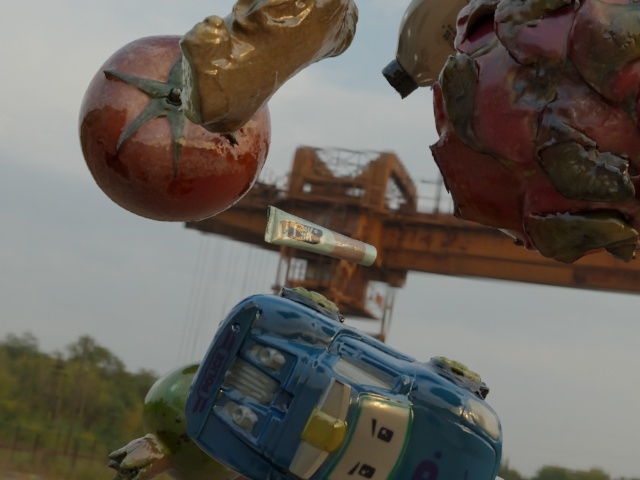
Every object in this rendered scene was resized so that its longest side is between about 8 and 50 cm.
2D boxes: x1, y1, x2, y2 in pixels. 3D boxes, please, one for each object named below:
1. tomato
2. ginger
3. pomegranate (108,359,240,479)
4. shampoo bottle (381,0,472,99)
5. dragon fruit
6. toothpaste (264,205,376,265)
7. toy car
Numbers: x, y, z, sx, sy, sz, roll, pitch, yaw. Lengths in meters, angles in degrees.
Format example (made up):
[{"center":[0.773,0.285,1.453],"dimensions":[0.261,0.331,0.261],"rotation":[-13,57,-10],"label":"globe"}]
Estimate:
[{"center":[-0.201,-0.150,1.431],"dimensions":[0.264,0.265,0.265],"rotation":[9,-14,2],"label":"tomato"},{"center":[-0.031,-0.168,0.836],"dimensions":[0.074,0.213,0.137],"rotation":[51,-30,11],"label":"ginger"},{"center":[-0.162,0.236,1.258],"dimensions":[0.205,0.159,0.159],"rotation":[-26,8,-33],"label":"pomegranate"},{"center":[0.174,-0.253,1.133],"dimensions":[0.127,0.257,0.078],"rotation":[42,13,-37],"label":"shampoo bottle"},{"center":[0.252,-0.114,0.823],"dimensions":[0.291,0.250,0.269],"rotation":[-18,-7,33],"label":"dragon fruit"},{"center":[0.000,0.000,1.572],"dimensions":[0.205,0.056,0.036],"rotation":[18,-20,-36],"label":"toothpaste"},{"center":[0.025,0.175,0.977],"dimensions":[0.314,0.198,0.166],"rotation":[27,1,11],"label":"toy car"}]
